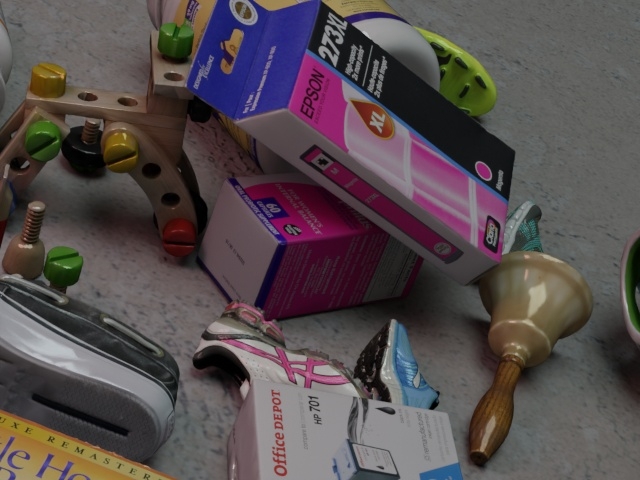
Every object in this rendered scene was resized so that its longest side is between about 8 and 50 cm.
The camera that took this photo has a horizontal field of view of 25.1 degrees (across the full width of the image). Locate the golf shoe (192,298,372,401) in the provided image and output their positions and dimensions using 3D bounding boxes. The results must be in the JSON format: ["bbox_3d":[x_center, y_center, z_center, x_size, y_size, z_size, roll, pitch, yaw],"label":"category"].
[{"bbox_3d":[-0.034,0.136,1.358,0.186,0.067,0.086,31,58,17],"label":"golf shoe"}]

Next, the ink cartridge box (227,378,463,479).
[{"bbox_3d":[0.022,0.208,1.259,0.191,0.082,0.139,13,34,-15],"label":"ink cartridge box"}]

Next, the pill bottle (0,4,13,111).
[{"bbox_3d":[-0.415,-0.225,1.586,0.136,0.136,0.245,4,37,-25],"label":"pill bottle"}]

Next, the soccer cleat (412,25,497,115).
[{"bbox_3d":[0.122,-0.267,1.993,0.289,0.093,0.121,28,27,9],"label":"soccer cleat"}]

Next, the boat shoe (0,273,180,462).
[{"bbox_3d":[-0.280,0.087,1.255,0.335,0.121,0.119,29,24,-8],"label":"boat shoe"}]

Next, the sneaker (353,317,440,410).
[{"bbox_3d":[0.079,0.147,1.413,0.073,0.063,0.162,25,37,-21],"label":"sneaker"}]

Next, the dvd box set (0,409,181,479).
[{"bbox_3d":[-0.215,0.302,1.008,0.308,0.062,0.420,21,33,0],"label":"dvd box set"}]

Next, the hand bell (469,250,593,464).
[{"bbox_3d":[0.194,0.135,1.467,0.126,0.126,0.242,23,45,3],"label":"hand bell"}]

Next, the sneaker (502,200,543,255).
[{"bbox_3d":[0.236,0.014,1.693,0.076,0.065,0.166,41,38,0],"label":"sneaker"}]

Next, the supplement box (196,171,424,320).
[{"bbox_3d":[0.000,0.000,1.519,0.220,0.114,0.111,-7,42,-39],"label":"supplement box"}]

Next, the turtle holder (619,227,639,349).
[{"bbox_3d":[0.448,0.091,1.563,0.227,0.320,0.243,7,3,-22],"label":"turtle holder"}]

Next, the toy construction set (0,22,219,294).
[{"bbox_3d":[-0.229,-0.103,1.423,0.257,0.237,0.309,26,34,7],"label":"toy construction set"}]

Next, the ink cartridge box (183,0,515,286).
[{"bbox_3d":[0.042,-0.120,1.465,0.371,0.069,0.176,33,45,-20],"label":"ink cartridge box"}]

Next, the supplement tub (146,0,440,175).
[{"bbox_3d":[-0.041,-0.230,1.708,0.241,0.241,0.331,-8,43,-37],"label":"supplement tub"}]
